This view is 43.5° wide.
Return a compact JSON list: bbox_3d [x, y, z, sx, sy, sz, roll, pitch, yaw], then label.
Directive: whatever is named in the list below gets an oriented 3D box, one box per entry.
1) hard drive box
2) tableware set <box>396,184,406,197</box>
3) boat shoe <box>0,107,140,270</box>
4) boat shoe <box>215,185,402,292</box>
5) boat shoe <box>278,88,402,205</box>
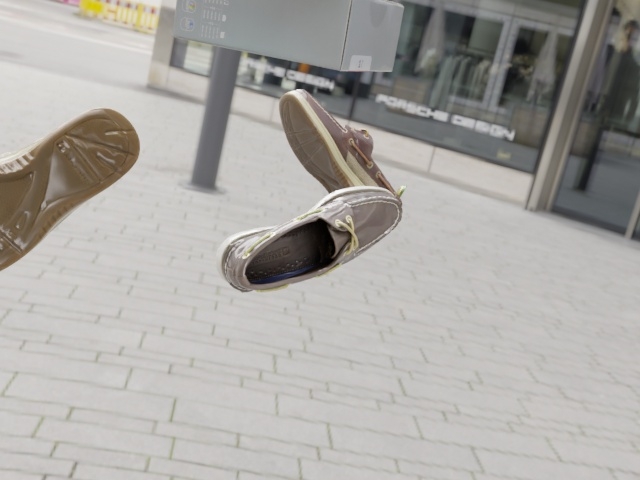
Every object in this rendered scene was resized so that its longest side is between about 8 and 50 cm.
[{"bbox_3d":[-0.037,-0.276,1.008,0.232,0.089,0.181,16,17,22],"label":"hard drive box"},{"bbox_3d":[0.168,-0.075,1.816,0.024,0.104,0.154,30,16,1],"label":"tableware set"},{"bbox_3d":[-0.372,-0.041,0.962,0.341,0.122,0.110,-35,12,-29],"label":"boat shoe"},{"bbox_3d":[0.000,0.000,1.263,0.324,0.117,0.096,-19,19,-22],"label":"boat shoe"},{"bbox_3d":[0.050,-0.172,1.617,0.123,0.342,0.123,-44,13,-27],"label":"boat shoe"}]
